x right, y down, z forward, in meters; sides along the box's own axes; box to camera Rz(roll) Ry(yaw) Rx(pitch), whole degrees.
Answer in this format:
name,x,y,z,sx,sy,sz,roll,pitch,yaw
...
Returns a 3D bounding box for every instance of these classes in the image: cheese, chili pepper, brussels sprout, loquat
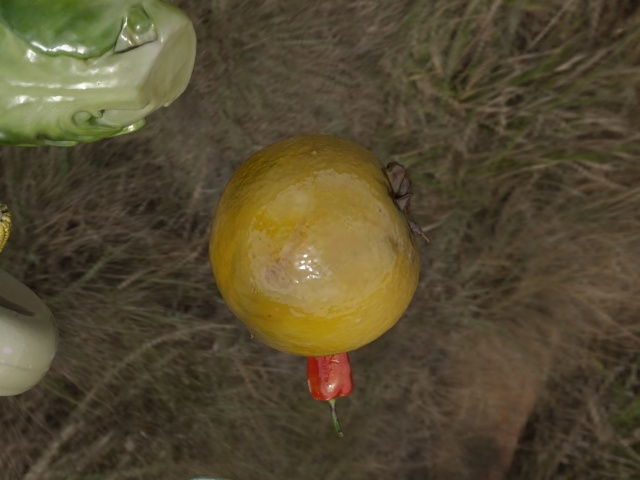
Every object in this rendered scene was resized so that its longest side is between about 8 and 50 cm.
name,x,y,z,sx,sy,sz,roll,pitch,yaw
cheese,-0.185,0.043,0.644,0.092,0.171,0.047,30,94,8
chili pepper,0.008,0.143,1.830,0.063,0.071,0.272,-1,81,-36
brussels sprout,-0.346,-0.263,1.724,0.355,0.289,0.281,12,106,13
loquat,0.000,0.000,1.558,0.275,0.275,0.275,0,88,-17

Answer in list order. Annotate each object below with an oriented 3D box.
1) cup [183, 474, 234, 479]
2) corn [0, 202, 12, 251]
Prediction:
name,x,y,z,sx,sy,sz,roll,pitch,yaw
cup,-0.114,0.457,1.942,0.234,0.186,0.258,-27,92,-13
corn,-0.498,0.008,1.849,0.080,0.238,0.080,14,58,-24
